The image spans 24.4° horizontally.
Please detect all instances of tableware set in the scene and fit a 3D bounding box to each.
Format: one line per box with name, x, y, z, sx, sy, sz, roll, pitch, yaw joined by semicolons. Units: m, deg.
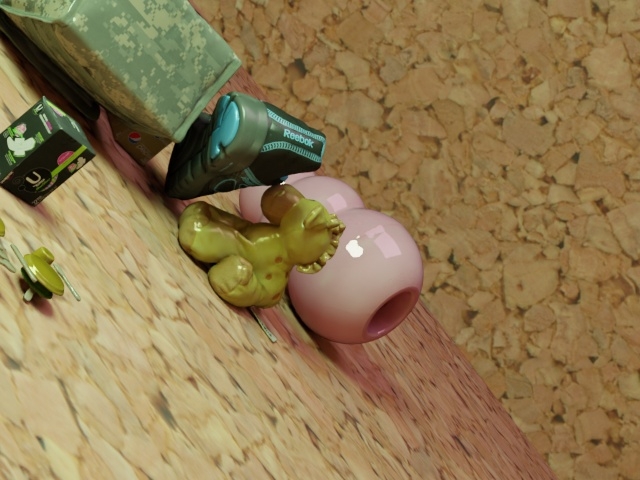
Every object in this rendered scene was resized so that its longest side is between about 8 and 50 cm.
tableware set;-0.274;0.006;1.269;0.104;0.024;0.154;52;9;28

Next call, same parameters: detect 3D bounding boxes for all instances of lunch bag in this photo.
lunch bag;-0.283;-0.265;1.852;0.287;0.169;0.235;21;-22;49

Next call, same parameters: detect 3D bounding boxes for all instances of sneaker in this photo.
sneaker;-0.108;-0.104;1.920;0.140;0.125;0.341;15;-7;-20

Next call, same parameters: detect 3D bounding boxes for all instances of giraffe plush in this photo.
giraffe plush;-0.060;0.001;1.922;0.210;0.170;0.181;49;8;-13

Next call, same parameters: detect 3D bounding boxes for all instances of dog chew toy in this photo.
dog chew toy;0.000;0.000;2.220;0.332;0.206;0.206;46;5;26

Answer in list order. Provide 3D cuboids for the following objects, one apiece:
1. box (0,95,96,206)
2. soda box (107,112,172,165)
box;-0.274;-0.086;1.441;0.062;0.083;0.052;40;14;-53
soda box;-0.254;-0.179;2.035;0.058;0.061;0.181;47;9;-34
